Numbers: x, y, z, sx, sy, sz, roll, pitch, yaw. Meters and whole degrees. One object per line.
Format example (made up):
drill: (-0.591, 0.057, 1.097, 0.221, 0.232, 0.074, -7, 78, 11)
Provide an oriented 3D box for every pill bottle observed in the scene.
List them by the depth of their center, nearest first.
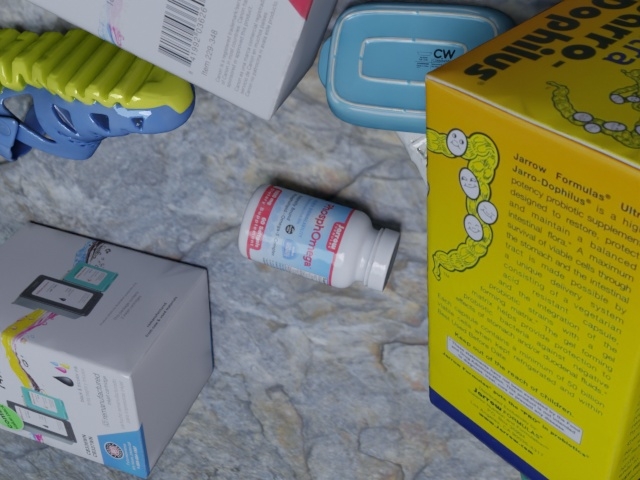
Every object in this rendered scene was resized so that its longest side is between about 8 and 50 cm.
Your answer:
pill bottle: (0.000, 0.000, 0.820, 0.160, 0.087, 0.087, 17, 131, 10)

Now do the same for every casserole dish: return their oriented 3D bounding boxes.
casserole dish: (0.082, -0.152, 0.662, 0.188, 0.037, 0.114, 9, 95, 17)

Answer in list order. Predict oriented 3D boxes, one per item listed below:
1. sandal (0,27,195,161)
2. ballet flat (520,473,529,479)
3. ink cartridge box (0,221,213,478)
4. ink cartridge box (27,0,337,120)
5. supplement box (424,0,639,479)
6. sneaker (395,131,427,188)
sandal: (-0.263, -0.145, 0.808, 0.317, 0.126, 0.138, 10, 133, 27)
ballet flat: (0.316, 0.238, 0.879, 0.087, 0.083, 0.247, 43, 130, 6)
ink cartridge box: (-0.304, 0.134, 0.984, 0.270, 0.197, 0.198, 14, 130, 14)
ink cartridge box: (-0.124, -0.275, 0.629, 0.306, 0.131, 0.226, 28, 133, 2)
supplement box: (0.217, 0.018, 0.611, 0.195, 0.194, 0.356, 35, 145, 38)
sneaker: (0.124, -0.063, 0.712, 0.080, 0.094, 0.212, -24, 114, 37)
